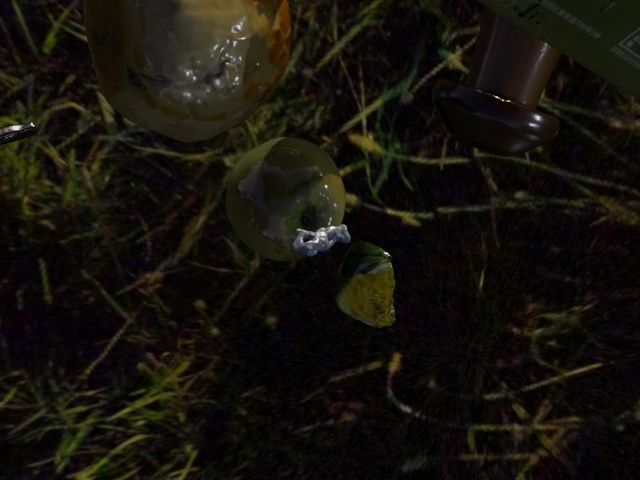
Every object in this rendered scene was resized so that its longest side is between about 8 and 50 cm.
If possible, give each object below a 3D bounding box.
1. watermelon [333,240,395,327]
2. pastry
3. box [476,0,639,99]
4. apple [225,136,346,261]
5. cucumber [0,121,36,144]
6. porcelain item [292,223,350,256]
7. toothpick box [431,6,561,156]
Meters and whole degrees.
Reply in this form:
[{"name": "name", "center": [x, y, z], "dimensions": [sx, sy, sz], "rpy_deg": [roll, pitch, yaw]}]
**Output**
[{"name": "watermelon", "center": [0.097, 0.089, 1.781], "dimensions": [0.129, 0.301, 0.123], "rpy_deg": [14, 64, 11]}, {"name": "pastry", "center": [-0.212, -0.355, 1.461], "dimensions": [0.313, 0.388, 0.388], "rpy_deg": [-15, 77, -33]}, {"name": "box", "center": [0.267, -0.362, 0.902], "dimensions": [0.138, 0.420, 0.373], "rpy_deg": [-37, 42, 42]}, {"name": "apple", "center": [-0.075, -0.088, 1.846], "dimensions": [0.262, 0.262, 0.262], "rpy_deg": [-1, 82, 10]}, {"name": "cucumber", "center": [-0.572, -0.184, 1.542], "dimensions": [0.135, 0.033, 0.034], "rpy_deg": [-29, 72, -35]}, {"name": "porcelain item", "center": [0.000, 0.000, 1.149], "dimensions": [0.083, 0.028, 0.036], "rpy_deg": [-14, 61, -32]}, {"name": "toothpick box", "center": [0.281, -0.269, 1.251], "dimensions": [0.192, 0.192, 0.294], "rpy_deg": [21, 102, 12]}]
